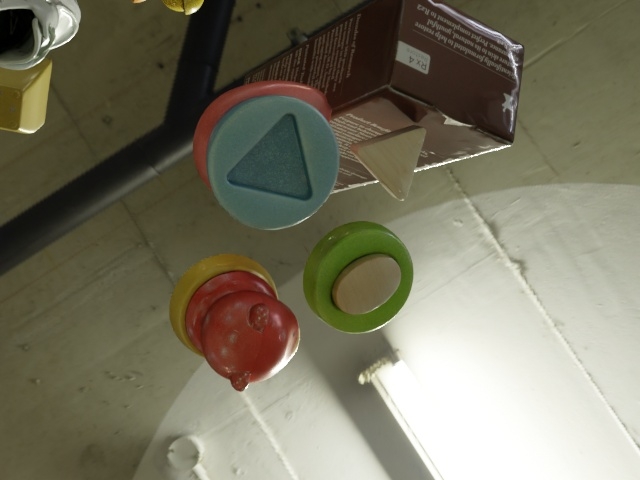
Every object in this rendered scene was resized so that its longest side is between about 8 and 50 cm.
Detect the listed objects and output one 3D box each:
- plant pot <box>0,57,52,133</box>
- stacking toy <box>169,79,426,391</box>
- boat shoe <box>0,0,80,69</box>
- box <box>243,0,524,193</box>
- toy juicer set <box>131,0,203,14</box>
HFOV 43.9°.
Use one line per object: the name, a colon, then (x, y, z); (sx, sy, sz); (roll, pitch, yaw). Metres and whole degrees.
plant pot: (-0.348, -0.160, 0.876); (0.082, 0.083, 0.081); (10, -66, -14)
stacking toy: (0.000, 0.000, 0.822); (0.280, 0.130, 0.308); (0, -73, -22)
boat shoe: (-0.253, -0.167, 0.634); (0.076, 0.226, 0.083); (41, -69, 6)
box: (0.054, -0.175, 1.032); (0.191, 0.381, 0.143); (18, -104, -31)
toy juicer set: (-0.205, -0.401, 1.089); (0.329, 0.209, 0.089); (4, -135, 32)
